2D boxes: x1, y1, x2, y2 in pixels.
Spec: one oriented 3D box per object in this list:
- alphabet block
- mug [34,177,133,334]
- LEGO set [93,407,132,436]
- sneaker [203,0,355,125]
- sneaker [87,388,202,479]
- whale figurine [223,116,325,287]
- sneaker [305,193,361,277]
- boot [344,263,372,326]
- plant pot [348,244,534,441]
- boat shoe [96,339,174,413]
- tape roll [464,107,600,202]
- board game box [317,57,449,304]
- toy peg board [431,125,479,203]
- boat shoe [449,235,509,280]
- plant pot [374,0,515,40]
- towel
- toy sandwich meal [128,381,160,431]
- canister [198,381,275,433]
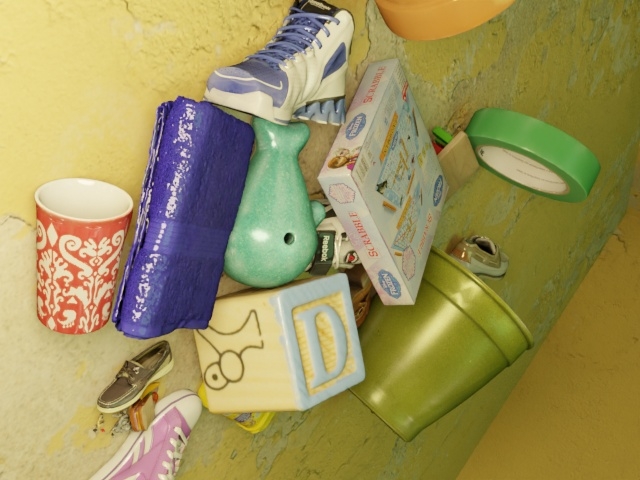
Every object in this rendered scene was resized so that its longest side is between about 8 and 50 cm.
[{"bbox_3d":[-0.069,0.168,1.308,0.193,0.197,0.193,-10,90,-54],"label":"alphabet block"},{"bbox_3d":[-0.285,0.020,0.998,0.150,0.113,0.169,-12,126,-43],"label":"mug"},{"bbox_3d":[-0.315,0.288,1.241,0.083,0.023,0.054,-13,123,-55],"label":"LEGO set"},{"bbox_3d":[-0.045,-0.271,1.173,0.315,0.127,0.182,-16,122,-61],"label":"sneaker"},{"bbox_3d":[-0.252,0.380,1.277,0.282,0.161,0.102,-51,146,-26],"label":"sneaker"},{"bbox_3d":[-0.072,-0.059,1.233,0.216,0.141,0.272,13,91,-32],"label":"whale figurine"},{"bbox_3d":[0.000,0.000,1.413,0.330,0.146,0.123,-27,135,-46],"label":"sneaker"},{"bbox_3d":[0.050,0.149,1.679,0.197,0.073,0.152,-47,150,-24],"label":"boot"},{"bbox_3d":[0.224,0.248,1.796,0.353,0.366,0.366,-48,148,-7],"label":"plant pot"},{"bbox_3d":[-0.282,0.202,1.206,0.152,0.056,0.049,-43,140,-50],"label":"boat shoe"},{"bbox_3d":[0.487,-0.196,1.861,0.077,0.321,0.321,-62,150,-5],"label":"tape roll"},{"bbox_3d":[0.127,-0.104,1.436,0.318,0.065,0.319,61,38,-37],"label":"board game box"},{"bbox_3d":[0.262,-0.165,1.796,0.160,0.079,0.161,-46,148,-2],"label":"toy peg board"},{"bbox_3d":[0.452,0.045,2.201,0.302,0.113,0.103,-6,122,-56],"label":"boat shoe"},{"bbox_3d":[0.181,-0.484,1.229,0.291,0.290,0.203,-57,133,-14],"label":"plant pot"},{"bbox_3d":[-0.182,-0.027,1.064,0.227,0.076,0.308,12,93,-76],"label":"towel"},{"bbox_3d":[-0.274,0.260,1.258,0.085,0.029,0.086,7,90,-71],"label":"toy sandwich meal"},{"bbox_3d":[-0.140,0.274,1.464,0.126,0.073,0.170,-59,149,-11],"label":"canister"}]
